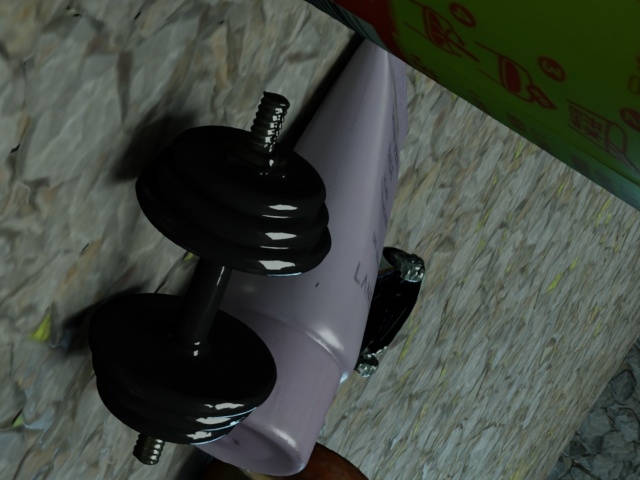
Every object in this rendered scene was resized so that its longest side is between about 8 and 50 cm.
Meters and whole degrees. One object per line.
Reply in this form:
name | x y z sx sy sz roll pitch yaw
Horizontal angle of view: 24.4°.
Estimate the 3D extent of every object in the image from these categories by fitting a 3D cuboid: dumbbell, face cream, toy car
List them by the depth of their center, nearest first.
dumbbell | -0.055 0.023 0.722 0.099 0.099 0.208 -27 143 -60
face cream | 0.000 0.000 0.880 0.154 0.096 0.274 75 35 -59
toy car | 0.012 0.054 1.022 0.205 0.056 0.095 -18 135 -62

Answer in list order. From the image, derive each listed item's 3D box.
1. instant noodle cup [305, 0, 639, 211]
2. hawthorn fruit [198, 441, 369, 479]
instant noodle cup | 0.109 -0.155 0.544 0.294 0.308 0.294 -52 161 -26
hawthorn fruit | -0.016 0.190 1.008 0.149 0.149 0.189 -43 160 -43
